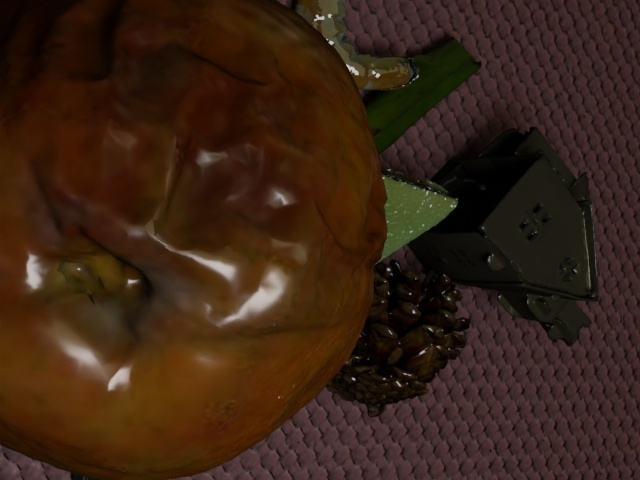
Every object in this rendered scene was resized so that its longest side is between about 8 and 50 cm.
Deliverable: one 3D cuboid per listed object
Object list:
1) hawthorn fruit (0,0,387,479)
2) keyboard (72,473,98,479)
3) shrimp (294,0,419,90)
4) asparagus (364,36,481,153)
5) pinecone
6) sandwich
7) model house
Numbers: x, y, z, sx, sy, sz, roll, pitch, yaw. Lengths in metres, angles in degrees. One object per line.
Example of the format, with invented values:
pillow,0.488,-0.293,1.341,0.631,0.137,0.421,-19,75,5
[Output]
hawthorn fruit,-0.139,-0.013,0.961,0.472,0.472,0.472,-3,96,-31
keyboard,-0.207,0.137,1.204,0.106,0.016,0.262,4,93,-32
shrimp,0.052,-0.252,1.283,0.166,0.049,0.161,23,88,-10
asparagus,0.093,-0.159,1.334,0.277,0.060,0.067,-42,122,-21
pinecone,0.079,0.109,1.287,0.195,0.179,0.150,-36,87,-18
sandwich,0.000,0.000,1.260,0.245,0.063,0.212,18,109,-24
model house,0.256,0.011,1.358,0.204,0.211,0.243,-46,110,-18
